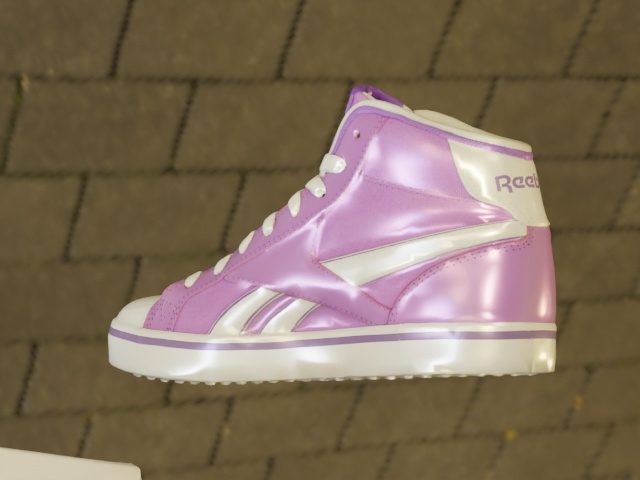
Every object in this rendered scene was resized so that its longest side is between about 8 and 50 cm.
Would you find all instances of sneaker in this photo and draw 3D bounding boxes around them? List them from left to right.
[{"bbox_3d":[0.001,0.000,0.993,0.282,0.161,0.102,-6,176,31],"label":"sneaker"}]

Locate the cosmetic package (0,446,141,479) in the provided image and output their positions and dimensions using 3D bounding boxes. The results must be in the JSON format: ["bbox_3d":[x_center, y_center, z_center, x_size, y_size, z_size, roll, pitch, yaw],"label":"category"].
[{"bbox_3d":[-0.238,0.197,0.915,0.224,0.138,0.224,-27,153,33],"label":"cosmetic package"}]
